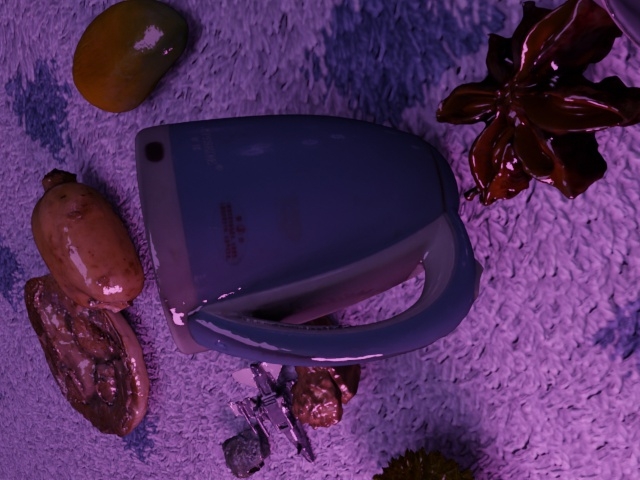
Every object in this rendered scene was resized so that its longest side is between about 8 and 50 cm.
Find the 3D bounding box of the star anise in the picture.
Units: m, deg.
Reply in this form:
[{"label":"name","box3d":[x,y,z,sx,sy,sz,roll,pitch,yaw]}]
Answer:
[{"label":"star anise","box3d":[0.216,-0.140,0.564,0.220,0.125,0.190,5,113,63]}]

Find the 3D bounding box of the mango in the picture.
[{"label":"mango","box3d":[-0.297,-0.291,0.878,0.237,0.091,0.137,-34,92,32]}]

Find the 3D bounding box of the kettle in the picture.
[{"label":"kettle","box3d":[0.000,0.000,0.621,0.247,0.341,0.320,91,166,-48]}]

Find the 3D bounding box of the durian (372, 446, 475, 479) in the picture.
[{"label":"durian","box3d":[0.149,0.393,0.762,0.200,0.176,0.237,-108,16,-51]}]

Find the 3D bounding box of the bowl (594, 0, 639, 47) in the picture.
[{"label":"bowl","box3d":[0.252,-0.309,0.399,0.157,0.345,0.346,-135,45,-54]}]

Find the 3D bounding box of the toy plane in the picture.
[{"label":"toy plane","box3d":[-0.064,0.285,0.942,0.159,0.082,0.234,-24,94,11]}]

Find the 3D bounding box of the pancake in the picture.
[{"label":"pancake","box3d":[-0.498,0.237,1.218,0.386,0.082,0.387,15,119,28]}]

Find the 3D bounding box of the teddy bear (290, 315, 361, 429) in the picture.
[{"label":"teddy bear","box3d":[-0.096,0.131,0.815,0.222,0.246,0.296,-21,85,12]}]

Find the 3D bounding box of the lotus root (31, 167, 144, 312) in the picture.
[{"label":"lotus root","box3d":[-0.431,0.002,1.045,0.160,0.146,0.284,-24,89,18]}]

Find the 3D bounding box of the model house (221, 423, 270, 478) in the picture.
[{"label":"model house","box3d":[-0.125,0.383,1.040,0.083,0.066,0.079,-33,76,21]}]
